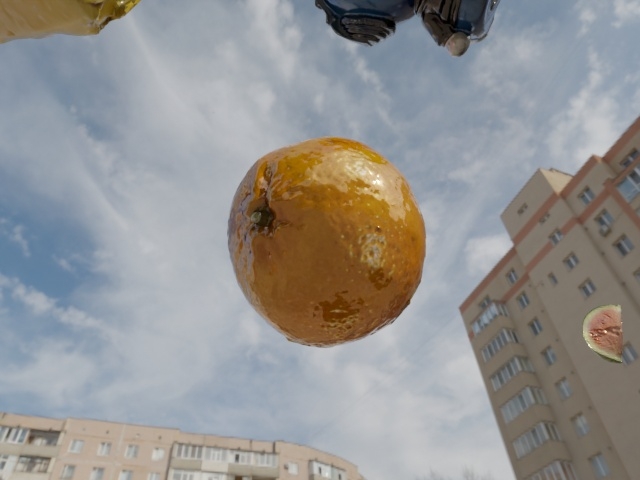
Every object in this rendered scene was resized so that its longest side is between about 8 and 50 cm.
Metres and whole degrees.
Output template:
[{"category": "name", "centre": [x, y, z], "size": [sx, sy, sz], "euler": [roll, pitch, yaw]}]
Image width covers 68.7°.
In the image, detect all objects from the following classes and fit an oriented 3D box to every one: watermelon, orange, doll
[{"category": "watermelon", "centre": [0.712, 0.242, 1.182], "size": [0.086, 0.163, 0.069], "euler": [0, -41, 33]}, {"category": "orange", "centre": [0.001, 0.001, 0.397], "size": [0.155, 0.178, 0.178], "euler": [8, -46, -27]}, {"category": "doll", "centre": [0.129, -0.436, 0.713], "size": [0.309, 0.240, 0.284], "euler": [26, -71, 15]}]

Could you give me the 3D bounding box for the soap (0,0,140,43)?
[{"category": "soap", "centre": [-0.155, -0.286, 0.366], "size": [0.204, 0.325, 0.096], "euler": [13, -31, 30]}]
